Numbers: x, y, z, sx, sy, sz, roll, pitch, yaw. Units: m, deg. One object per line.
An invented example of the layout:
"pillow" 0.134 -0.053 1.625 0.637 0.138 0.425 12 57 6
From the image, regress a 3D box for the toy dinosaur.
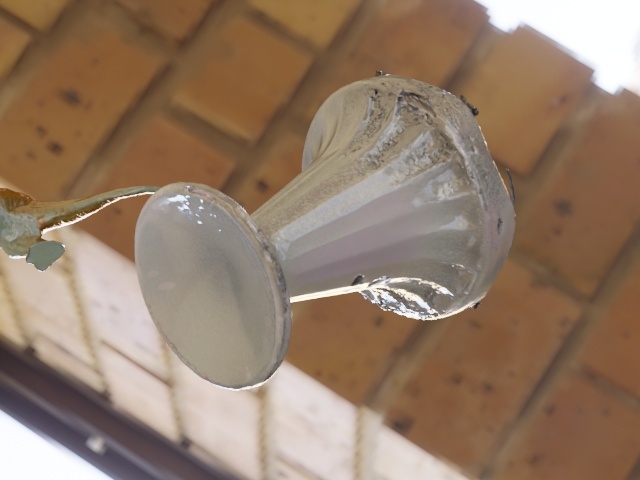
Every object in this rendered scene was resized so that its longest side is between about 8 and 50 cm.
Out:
"toy dinosaur" -0.226 -0.011 1.351 0.142 0.212 0.057 -167 76 -73

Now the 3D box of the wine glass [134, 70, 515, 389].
"wine glass" 0.000 0.000 1.147 0.196 0.165 0.165 -27 -30 -39
